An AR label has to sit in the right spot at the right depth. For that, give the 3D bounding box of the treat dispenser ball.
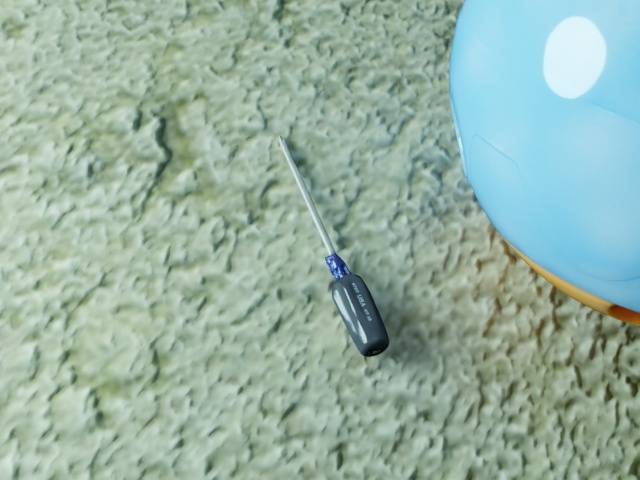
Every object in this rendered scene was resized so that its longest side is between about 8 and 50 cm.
[{"bbox_3d":[0.219,-0.090,0.666,0.288,0.288,0.288,7,56,-10],"label":"treat dispenser ball"}]

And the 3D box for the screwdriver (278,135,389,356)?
[{"bbox_3d":[0.000,0.000,0.717,0.025,0.024,0.170,-31,59,2],"label":"screwdriver"}]
